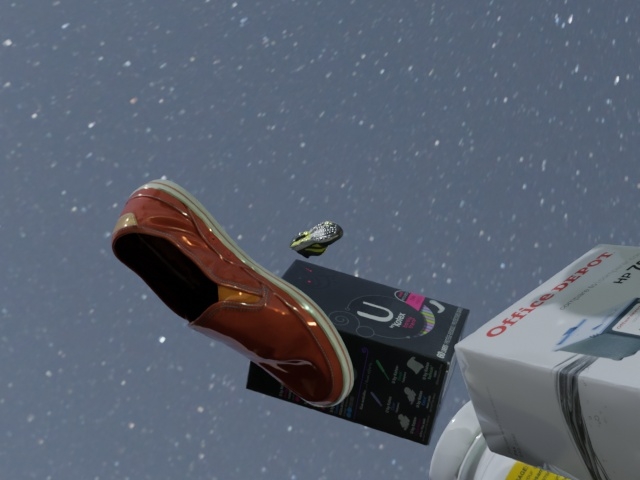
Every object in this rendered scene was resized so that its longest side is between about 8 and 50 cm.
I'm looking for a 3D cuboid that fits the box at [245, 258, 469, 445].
[{"bbox_3d":[0.053,0.151,1.411,0.270,0.165,0.143,15,-64,11],"label":"box"}]

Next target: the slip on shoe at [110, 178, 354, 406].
[{"bbox_3d":[-0.101,0.075,1.119,0.331,0.101,0.123,44,-49,-6],"label":"slip on shoe"}]

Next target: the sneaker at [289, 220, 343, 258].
[{"bbox_3d":[0.000,0.000,1.291,0.083,0.031,0.035,-15,-44,39],"label":"sneaker"}]

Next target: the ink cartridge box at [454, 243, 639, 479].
[{"bbox_3d":[0.190,0.070,0.550,0.190,0.139,0.082,8,-56,57],"label":"ink cartridge box"}]

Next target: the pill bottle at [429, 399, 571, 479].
[{"bbox_3d":[0.270,0.277,0.962,0.334,0.187,0.188,27,-49,44],"label":"pill bottle"}]
